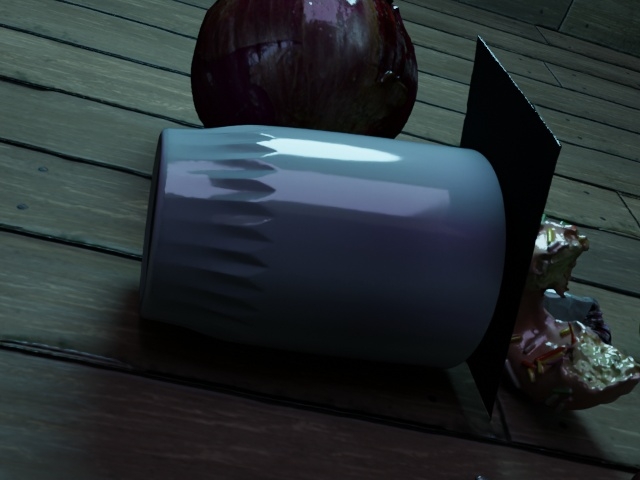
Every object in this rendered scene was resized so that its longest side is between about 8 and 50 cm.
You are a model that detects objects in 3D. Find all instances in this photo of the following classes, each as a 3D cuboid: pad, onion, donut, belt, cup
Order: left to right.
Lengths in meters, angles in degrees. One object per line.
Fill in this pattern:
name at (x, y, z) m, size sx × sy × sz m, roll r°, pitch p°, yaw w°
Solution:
onion at (-0.026, -0.178, 1.106) m, size 0.348 × 0.348 × 0.385 m, roll 8°, pitch 72°, yaw -19°
cup at (0.000, 0.000, 0.849) m, size 0.372 × 0.253 × 0.253 m, roll 8°, pitch 34°, yaw -16°
pad at (0.184, -0.009, 0.868) m, size 0.007 × 0.367 × 0.247 m, roll -2°, pitch 37°, yaw -7°
belt at (0.295, 0.081, 1.062) m, size 0.232 × 0.071 × 0.053 m, roll 25°, pitch 17°, yaw 4°
donut at (0.254, 0.094, 0.909) m, size 0.085 × 0.199 × 0.232 m, roll -22°, pitch 86°, yaw -27°

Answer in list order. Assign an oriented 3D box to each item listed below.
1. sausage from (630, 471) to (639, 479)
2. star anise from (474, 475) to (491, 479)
sausage at (0.357, 0.277, 0.810) m, size 0.054 × 0.059 × 0.094 m, roll 14°, pitch 34°, yaw 2°
star anise at (0.175, 0.315, 0.625) m, size 0.209 × 0.089 × 0.231 m, roll 24°, pitch 36°, yaw -8°
